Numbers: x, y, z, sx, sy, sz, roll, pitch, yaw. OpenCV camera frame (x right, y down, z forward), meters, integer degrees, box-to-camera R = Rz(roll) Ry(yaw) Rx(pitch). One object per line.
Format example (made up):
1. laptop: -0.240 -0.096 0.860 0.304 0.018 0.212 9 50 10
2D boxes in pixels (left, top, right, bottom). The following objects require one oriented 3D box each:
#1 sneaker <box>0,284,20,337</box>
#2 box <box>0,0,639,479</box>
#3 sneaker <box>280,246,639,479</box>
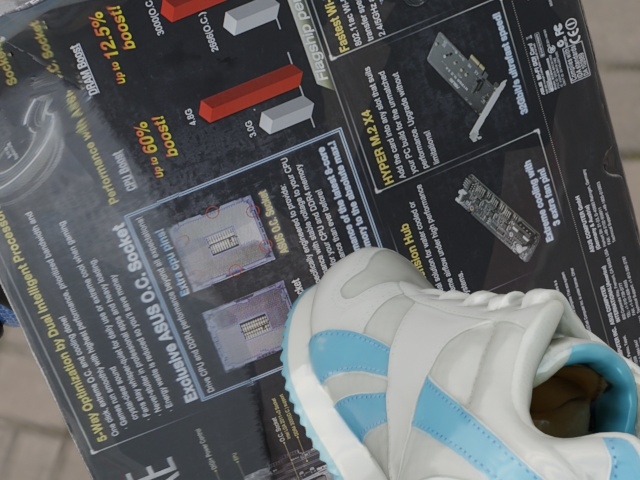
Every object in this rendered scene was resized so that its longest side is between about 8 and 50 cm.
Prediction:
1. sneaker: -0.178 -0.025 0.800 0.147 0.330 0.130 28 115 7
2. box: 0.000 0.000 0.764 0.242 0.307 0.076 -23 30 -4
3. sneaker: 0.052 0.056 0.577 0.092 0.087 0.229 -46 24 10
